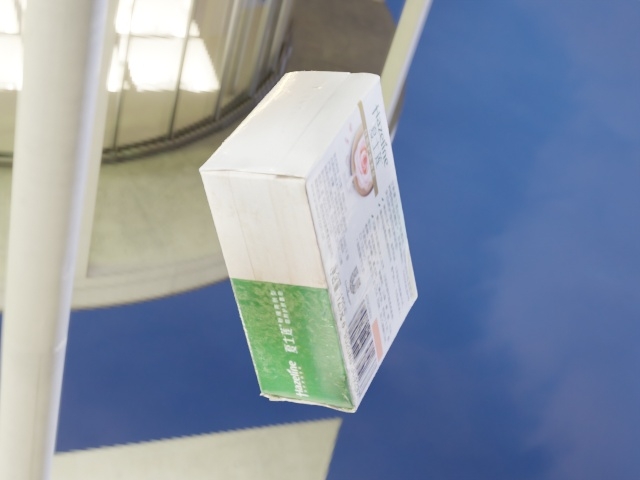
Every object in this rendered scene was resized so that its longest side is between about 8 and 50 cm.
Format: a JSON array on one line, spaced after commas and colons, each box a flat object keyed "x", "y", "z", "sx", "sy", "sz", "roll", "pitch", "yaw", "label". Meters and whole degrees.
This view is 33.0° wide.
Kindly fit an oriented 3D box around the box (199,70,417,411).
[{"x": 0.000, "y": 0.000, "z": 0.747, "sx": 0.081, "sy": 0.199, "sz": 0.135, "roll": 7, "pitch": -143, "yaw": 24, "label": "box"}]
